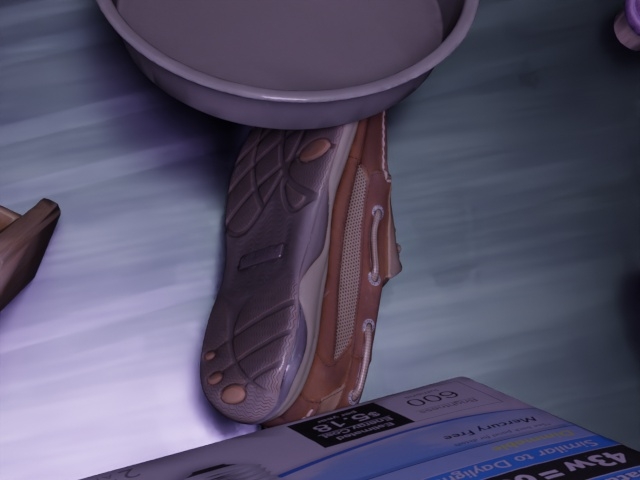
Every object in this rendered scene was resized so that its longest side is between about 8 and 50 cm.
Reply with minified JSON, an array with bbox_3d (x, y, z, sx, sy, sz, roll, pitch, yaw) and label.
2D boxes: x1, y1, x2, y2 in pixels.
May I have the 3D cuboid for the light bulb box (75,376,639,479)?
[{"bbox_3d":[0.041,0.262,0.911,0.357,0.361,0.225,-13,103,-24],"label":"light bulb box"}]

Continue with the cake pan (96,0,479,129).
[{"bbox_3d":[-0.028,-0.189,1.149,0.293,0.054,0.293,3,48,-4],"label":"cake pan"}]

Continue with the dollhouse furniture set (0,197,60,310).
[{"bbox_3d":[-0.262,-0.173,1.025,0.256,0.362,0.394,24,103,-2],"label":"dollhouse furniture set"}]

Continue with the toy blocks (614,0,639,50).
[{"bbox_3d":[0.414,-0.251,1.190,0.288,0.260,0.309,23,75,-4],"label":"toy blocks"}]

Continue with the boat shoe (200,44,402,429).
[{"bbox_3d":[0.000,0.000,1.155,0.116,0.123,0.324,32,62,-36],"label":"boat shoe"}]
